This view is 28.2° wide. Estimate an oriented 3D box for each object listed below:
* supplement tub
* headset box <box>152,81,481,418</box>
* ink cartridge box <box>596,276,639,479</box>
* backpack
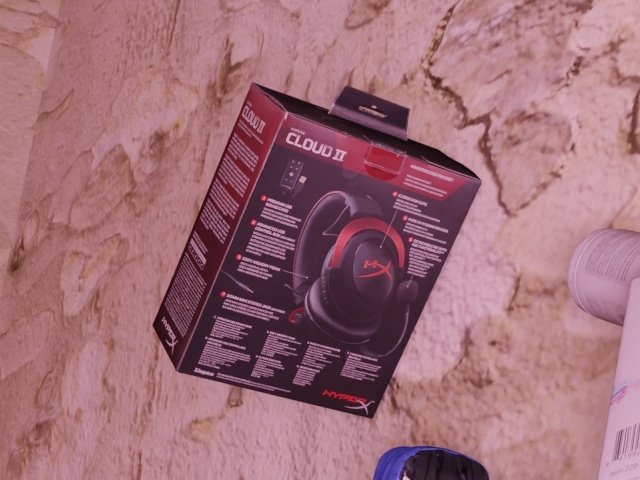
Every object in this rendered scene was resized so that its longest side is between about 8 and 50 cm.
[{"bbox_3d":[0.234,0.031,0.906,0.107,0.071,0.071,23,95,63],"label":"supplement tub"},{"bbox_3d":[0.000,0.000,1.209,0.293,0.218,0.110,-67,27,13],"label":"headset box"},{"bbox_3d":[0.251,0.092,0.729,0.154,0.093,0.212,-31,29,43],"label":"ink cartridge box"},{"bbox_3d":[0.079,0.229,1.054,0.101,0.098,0.120,-10,66,65],"label":"backpack"}]
